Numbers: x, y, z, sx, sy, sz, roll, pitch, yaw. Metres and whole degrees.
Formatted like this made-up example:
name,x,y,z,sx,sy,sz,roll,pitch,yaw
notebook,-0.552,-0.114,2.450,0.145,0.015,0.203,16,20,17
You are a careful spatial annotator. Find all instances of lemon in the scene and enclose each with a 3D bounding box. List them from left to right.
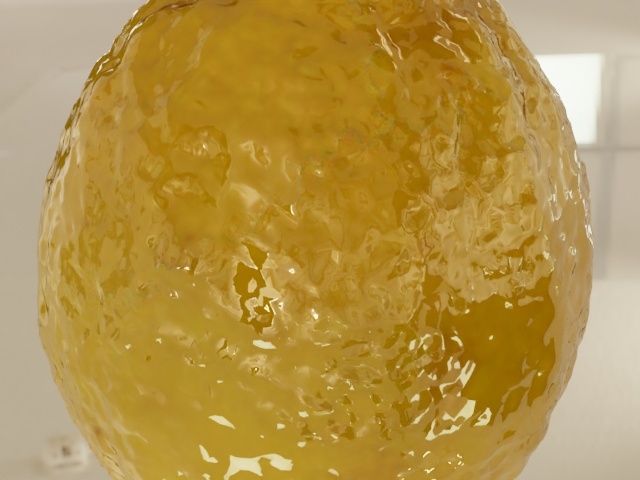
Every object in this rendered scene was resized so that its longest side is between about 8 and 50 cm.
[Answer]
name,x,y,z,sx,sy,sz,roll,pitch,yaw
lemon,0.000,0.000,0.436,0.142,0.187,0.142,3,-155,-2
